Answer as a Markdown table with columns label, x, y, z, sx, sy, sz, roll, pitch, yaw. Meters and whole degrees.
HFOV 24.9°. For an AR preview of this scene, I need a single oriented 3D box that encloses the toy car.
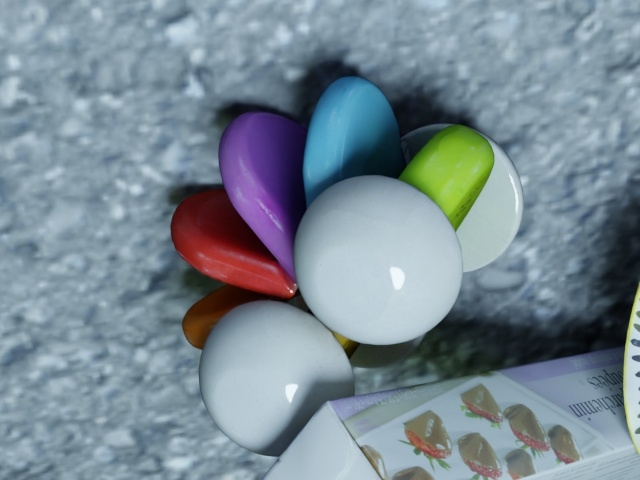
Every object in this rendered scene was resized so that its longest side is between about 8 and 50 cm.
| label | x | y | z | sx | sy | sz | roll | pitch | yaw |
| --- | --- | --- | --- | --- | --- | --- | --- | --- | --- |
| toy car | 0.000 | 0.000 | 0.687 | 0.136 | 0.159 | 0.182 | 43 | 120 | 6 |

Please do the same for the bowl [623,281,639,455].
| label | x | y | z | sx | sy | sz | roll | pitch | yaw |
| --- | --- | --- | --- | --- | --- | --- | --- | --- | --- |
| bowl | 0.234 | 0.050 | 0.744 | 0.170 | 0.080 | 0.170 | -17 | 113 | -46 |

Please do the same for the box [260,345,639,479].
| label | x | y | z | sx | sy | sz | roll | pitch | yaw |
| --- | --- | --- | --- | --- | --- | --- | --- | --- | --- |
| box | 0.098 | 0.106 | 0.728 | 0.324 | 0.063 | 0.067 | -3 | 139 | -52 |
